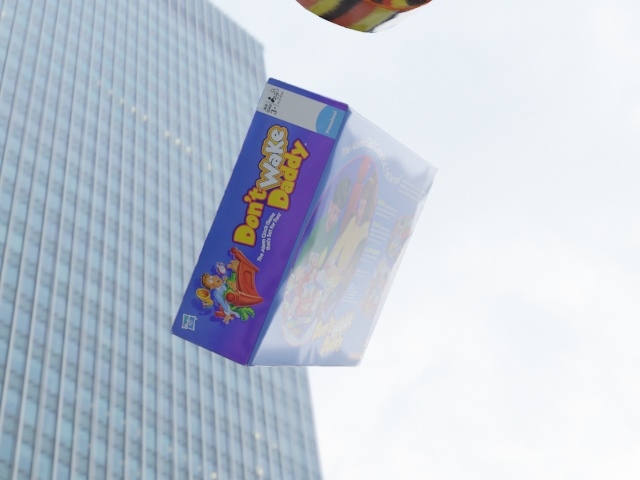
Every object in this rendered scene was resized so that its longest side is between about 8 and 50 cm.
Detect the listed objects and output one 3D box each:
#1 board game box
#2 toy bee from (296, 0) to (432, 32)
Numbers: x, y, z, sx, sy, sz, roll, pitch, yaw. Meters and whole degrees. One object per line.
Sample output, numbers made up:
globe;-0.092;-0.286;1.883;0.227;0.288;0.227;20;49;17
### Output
board game box;0.000;0.000;1.212;0.078;0.347;0.233;22;-89;18
toy bee;-0.037;-0.273;0.822;0.162;0.298;0.195;-13;-25;-26
